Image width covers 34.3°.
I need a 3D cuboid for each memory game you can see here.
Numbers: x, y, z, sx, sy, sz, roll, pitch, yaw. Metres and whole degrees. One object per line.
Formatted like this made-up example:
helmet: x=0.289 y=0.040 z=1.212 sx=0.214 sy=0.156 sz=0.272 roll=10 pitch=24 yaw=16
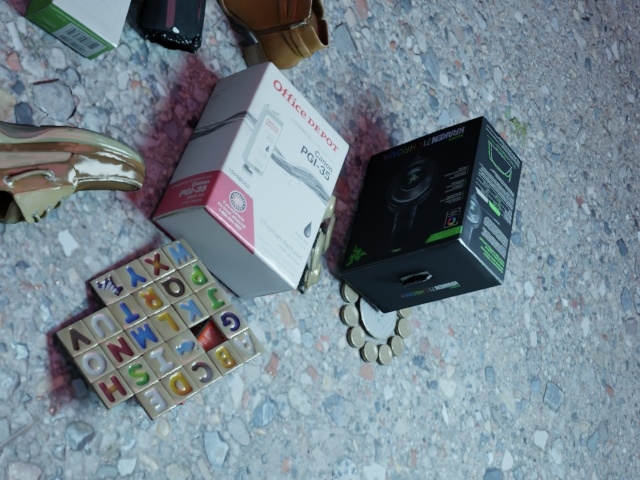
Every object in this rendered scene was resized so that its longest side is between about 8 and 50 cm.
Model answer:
memory game: x=0.096 y=0.122 z=1.772 sx=0.186 sy=0.012 sz=0.186 roll=15 pitch=70 yaw=-46

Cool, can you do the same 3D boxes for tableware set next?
tableware set: x=0.000 y=0.000 z=1.627 sx=0.141 sy=0.020 sz=0.169 roll=95 pitch=11 yaw=-57

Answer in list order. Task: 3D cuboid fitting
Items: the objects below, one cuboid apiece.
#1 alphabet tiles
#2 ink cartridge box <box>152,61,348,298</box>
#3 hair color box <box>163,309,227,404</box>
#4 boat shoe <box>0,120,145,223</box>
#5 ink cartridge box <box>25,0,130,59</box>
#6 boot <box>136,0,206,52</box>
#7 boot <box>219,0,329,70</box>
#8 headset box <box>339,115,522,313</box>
alphabet tiles: x=-0.213 y=0.116 z=1.347 sx=0.237 sy=0.009 sz=0.198 roll=-29 pitch=76 yaw=-40
ink cartridge box: x=-0.094 y=-0.089 z=1.526 sx=0.207 sy=0.117 sz=0.283 roll=44 pitch=51 yaw=-33
hair color box: x=-0.182 y=0.158 z=1.396 sx=0.043 sy=0.072 sz=0.141 roll=56 pitch=44 yaw=-23
boat shoe: x=-0.363 y=-0.076 z=1.227 sx=0.324 sy=0.122 sz=0.120 roll=6 pitch=81 yaw=-40
ink cartridge box: x=-0.307 y=-0.361 z=1.394 sx=0.109 sy=0.062 sz=0.209 roll=33 pitch=56 yaw=-40
boot: x=-0.192 y=-0.379 z=1.511 sx=0.246 sy=0.094 sz=0.207 roll=-29 pitch=129 yaw=-78
boot: x=-0.070 y=-0.363 z=1.598 sx=0.073 sy=0.152 sz=0.197 roll=-34 pitch=106 yaw=-47
headset box: x=0.183 y=-0.031 z=1.720 sx=0.131 sy=0.246 sz=0.283 roll=42 pitch=48 yaw=-33
